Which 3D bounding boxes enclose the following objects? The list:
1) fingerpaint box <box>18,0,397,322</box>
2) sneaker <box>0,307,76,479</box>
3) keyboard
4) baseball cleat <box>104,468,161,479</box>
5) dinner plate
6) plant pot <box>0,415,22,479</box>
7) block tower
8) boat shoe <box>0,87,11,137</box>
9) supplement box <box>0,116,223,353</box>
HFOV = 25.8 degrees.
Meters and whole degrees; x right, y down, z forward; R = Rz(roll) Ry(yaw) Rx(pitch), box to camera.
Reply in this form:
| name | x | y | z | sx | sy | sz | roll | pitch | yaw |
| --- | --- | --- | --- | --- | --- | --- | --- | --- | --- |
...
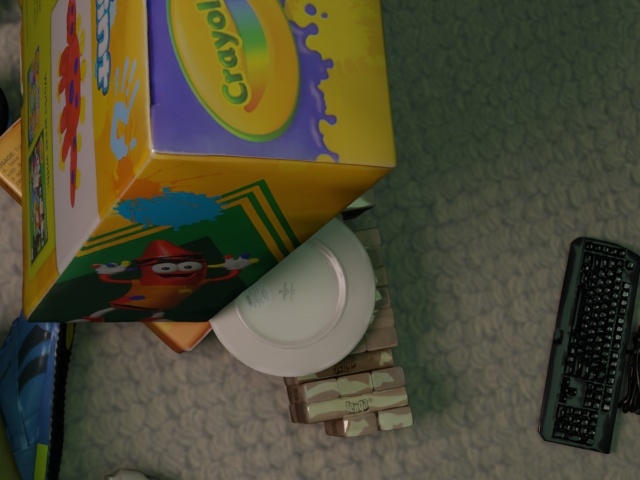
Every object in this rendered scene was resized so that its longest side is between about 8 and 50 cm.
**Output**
| name | x | y | z | sx | sy | sz | roll | pitch | yaw |
| --- | --- | --- | --- | --- | --- | --- | --- | --- | --- |
| fingerpaint box | -0.105 | -0.198 | 1.005 | 0.163 | 0.371 | 0.445 | 2 | 71 | -22 |
| sneaker | -0.247 | 0.108 | 1.141 | 0.082 | 0.069 | 0.209 | 7 | 90 | 3 |
| keyboard | 0.263 | 0.097 | 1.272 | 0.100 | 0.038 | 0.192 | 12 | 83 | -11 |
| baseball cleat | -0.166 | 0.295 | 1.144 | 0.109 | 0.072 | 0.206 | 24 | 86 | -20 |
| dinner plate | -0.025 | 0.040 | 1.135 | 0.141 | 0.017 | 0.141 | 0 | 87 | 1 |
| plant pot | -0.315 | 0.225 | 1.022 | 0.276 | 0.276 | 0.254 | -26 | 94 | -13 |
| block tower | 0.000 | 0.000 | 1.197 | 0.090 | 0.097 | 0.336 | -9 | 85 | -13 |
| boat shoe | -0.381 | -0.084 | 1.121 | 0.258 | 0.089 | 0.109 | -29 | 77 | -17 |
| supplement box | -0.175 | -0.009 | 1.170 | 0.233 | 0.078 | 0.080 | 42 | 78 | -6 |
